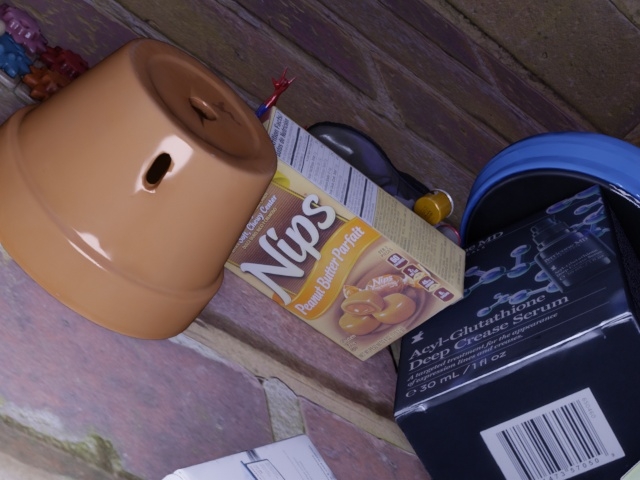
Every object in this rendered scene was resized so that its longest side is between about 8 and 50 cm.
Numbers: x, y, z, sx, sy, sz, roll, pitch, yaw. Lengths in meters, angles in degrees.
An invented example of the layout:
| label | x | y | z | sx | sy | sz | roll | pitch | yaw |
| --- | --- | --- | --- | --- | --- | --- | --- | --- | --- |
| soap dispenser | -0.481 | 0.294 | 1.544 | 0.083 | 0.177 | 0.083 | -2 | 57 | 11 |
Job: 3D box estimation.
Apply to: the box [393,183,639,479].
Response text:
| label | x | y | z | sx | sy | sz | roll | pitch | yaw |
| --- | --- | --- | --- | --- | --- | --- | --- | --- | --- |
| box | 0.274 | 0.141 | 1.618 | 0.212 | 0.293 | 0.395 | 59 | 17 | -17 |

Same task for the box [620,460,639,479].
| label | x | y | z | sx | sy | sz | roll | pitch | yaw |
| --- | --- | --- | --- | --- | --- | --- | --- | --- | --- |
| box | 0.437 | 0.371 | 1.322 | 0.322 | 0.058 | 0.232 | 42 | -13 | 27 |

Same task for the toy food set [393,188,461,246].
| label | x | y | z | sx | sy | sz | roll | pitch | yaw |
| --- | --- | --- | --- | --- | --- | --- | --- | --- | --- |
| toy food set | 0.107 | -0.001 | 1.714 | 0.104 | 0.232 | 0.111 | -33 | 91 | -49 |

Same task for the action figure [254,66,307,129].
| label | x | y | z | sx | sy | sz | roll | pitch | yaw |
| --- | --- | --- | --- | --- | --- | --- | --- | --- | --- |
| action figure | -0.026 | -0.127 | 1.844 | 0.280 | 0.139 | 0.091 | 38 | 21 | -11 |

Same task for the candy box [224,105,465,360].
| label | x | y | z | sx | sy | sz | roll | pitch | yaw |
| --- | --- | --- | --- | --- | --- | --- | --- | --- | --- |
| candy box | 0.000 | 0.000 | 1.571 | 0.316 | 0.183 | 0.088 | 35 | 39 | -23 |

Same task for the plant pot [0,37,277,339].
| label | x | y | z | sx | sy | sz | roll | pitch | yaw |
| --- | --- | --- | --- | --- | --- | --- | --- | --- | --- |
| plant pot | -0.184 | -0.072 | 1.358 | 0.291 | 0.203 | 0.291 | 37 | 23 | -19 |

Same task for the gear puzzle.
| label | x | y | z | sx | sy | sz | roll | pitch | yaw |
| --- | --- | --- | --- | --- | --- | --- | --- | --- | --- |
| gear puzzle | -0.272 | -0.164 | 1.578 | 0.339 | 0.044 | 0.175 | 39 | 22 | -15 |

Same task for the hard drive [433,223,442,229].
| label | x | y | z | sx | sy | sz | roll | pitch | yaw |
| --- | --- | --- | --- | --- | --- | --- | --- | --- | --- |
| hard drive | 0.236 | 0.092 | 2.044 | 0.203 | 0.040 | 0.307 | 30 | 26 | -34 |

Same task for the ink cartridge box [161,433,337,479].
| label | x | y | z | sx | sy | sz | roll | pitch | yaw |
| --- | --- | --- | --- | --- | --- | --- | --- | --- | --- |
| ink cartridge box | -0.085 | 0.238 | 1.063 | 0.082 | 0.139 | 0.190 | 54 | 23 | 16 |

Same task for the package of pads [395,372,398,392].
| label | x | y | z | sx | sy | sz | roll | pitch | yaw |
| --- | --- | --- | --- | --- | --- | --- | --- | --- | --- |
| package of pads | 0.119 | 0.199 | 1.648 | 0.050 | 0.032 | 0.083 | 43 | 22 | -18 |

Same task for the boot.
| label | x | y | z | sx | sy | sz | roll | pitch | yaw |
| --- | --- | --- | --- | --- | --- | --- | --- | --- | --- |
| boot | 0.065 | -0.073 | 1.983 | 0.246 | 0.083 | 0.161 | 34 | 35 | -6 |

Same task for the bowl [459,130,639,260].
| label | x | y | z | sx | sy | sz | roll | pitch | yaw |
| --- | --- | --- | --- | --- | --- | --- | --- | --- | --- |
| bowl | 0.376 | 0.030 | 1.864 | 0.391 | 0.391 | 0.077 | 44 | 48 | -2 |
